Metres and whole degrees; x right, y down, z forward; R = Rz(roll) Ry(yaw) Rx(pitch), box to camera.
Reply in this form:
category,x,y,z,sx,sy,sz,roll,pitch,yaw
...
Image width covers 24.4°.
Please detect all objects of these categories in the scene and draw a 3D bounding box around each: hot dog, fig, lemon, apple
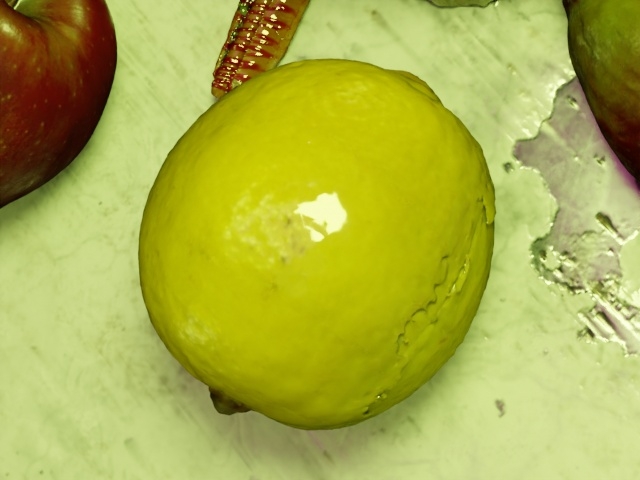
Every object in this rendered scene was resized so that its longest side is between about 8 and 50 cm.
category,x,y,z,sx,sy,sz,roll,pitch,yaw
hot dog,-0.057,-0.192,1.366,0.062,0.038,0.144,30,92,21
fig,0.262,-0.161,1.189,0.170,0.145,0.274,-48,68,15
lemon,0.001,0.000,1.187,0.297,0.297,0.297,-3,80,19
apple,-0.341,-0.153,1.340,0.317,0.288,0.288,-36,71,24

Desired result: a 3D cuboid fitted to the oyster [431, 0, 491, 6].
category,x,y,z,sx,sy,sz,roll,pitch,yaw
oyster,0.070,-0.377,1.312,0.351,0.114,0.238,43,113,29
